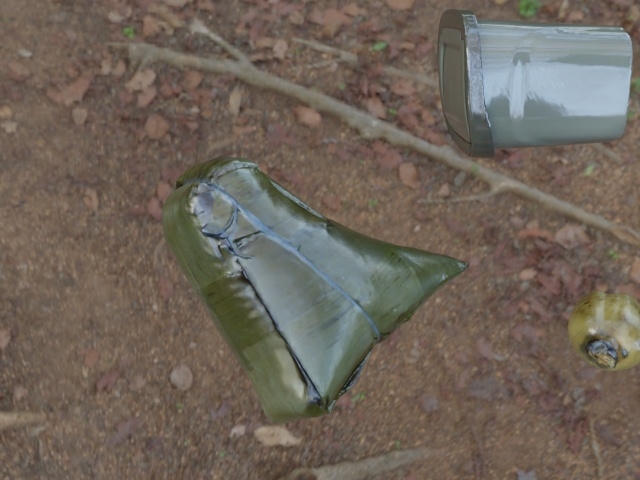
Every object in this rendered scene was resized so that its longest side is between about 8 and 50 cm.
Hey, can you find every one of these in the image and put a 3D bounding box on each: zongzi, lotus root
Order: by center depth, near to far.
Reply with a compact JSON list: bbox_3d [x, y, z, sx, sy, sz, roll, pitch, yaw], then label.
[{"bbox_3d":[0.000,0.000,1.223,0.393,0.174,0.356,-37,102,-29],"label":"zongzi"},{"bbox_3d":[0.454,0.146,1.400,0.125,0.118,0.221,-13,14,23],"label":"lotus root"}]

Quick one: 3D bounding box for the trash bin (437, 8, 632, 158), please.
[{"bbox_3d":[0.319,-0.241,1.352,0.250,0.219,0.220,-1,17,-3],"label":"trash bin"}]
